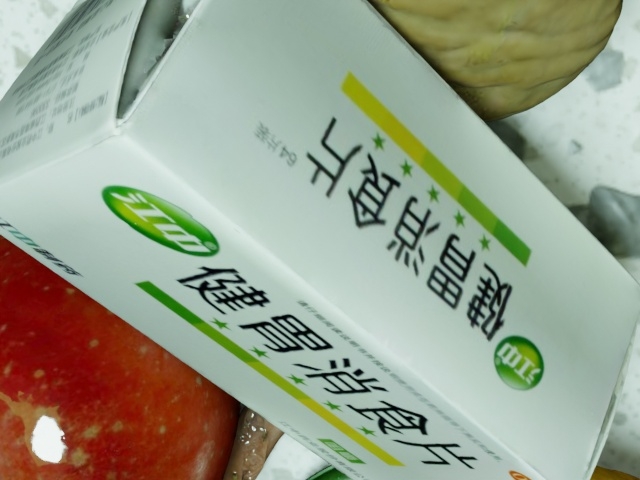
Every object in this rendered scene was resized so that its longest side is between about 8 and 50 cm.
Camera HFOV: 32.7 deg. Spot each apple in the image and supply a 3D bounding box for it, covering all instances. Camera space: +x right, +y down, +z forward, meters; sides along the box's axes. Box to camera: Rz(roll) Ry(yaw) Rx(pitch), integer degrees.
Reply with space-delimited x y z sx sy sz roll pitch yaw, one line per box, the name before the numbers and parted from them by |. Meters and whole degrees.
apple | -0.180 0.112 0.688 0.260 0.216 0.260 5 105 17

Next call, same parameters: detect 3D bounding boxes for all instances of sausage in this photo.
sausage | -0.045 0.131 0.758 0.042 0.036 0.158 35 103 2

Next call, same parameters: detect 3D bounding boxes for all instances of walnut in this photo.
walnut | 0.057 -0.173 0.591 0.228 0.228 0.228 2 99 11

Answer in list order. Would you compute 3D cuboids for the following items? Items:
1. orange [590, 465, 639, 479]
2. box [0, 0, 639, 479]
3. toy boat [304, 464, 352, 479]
orange | 0.142 0.229 0.650 0.219 0.193 0.219 31 142 28
box | -0.002 -0.001 0.571 0.333 0.145 0.173 40 148 -27
toy boat | -0.002 0.234 0.758 0.104 0.052 0.210 39 105 6
